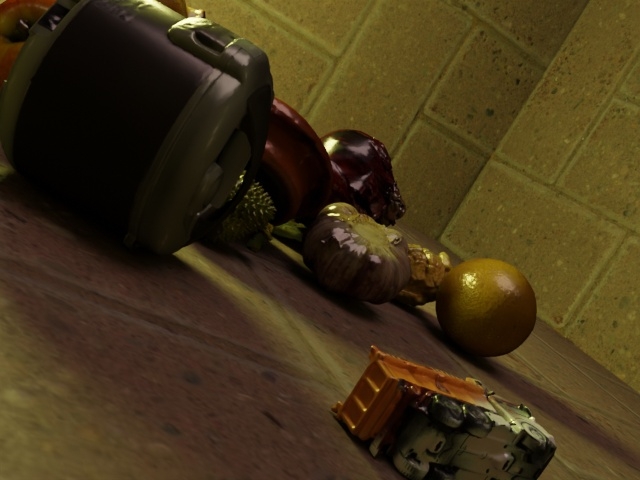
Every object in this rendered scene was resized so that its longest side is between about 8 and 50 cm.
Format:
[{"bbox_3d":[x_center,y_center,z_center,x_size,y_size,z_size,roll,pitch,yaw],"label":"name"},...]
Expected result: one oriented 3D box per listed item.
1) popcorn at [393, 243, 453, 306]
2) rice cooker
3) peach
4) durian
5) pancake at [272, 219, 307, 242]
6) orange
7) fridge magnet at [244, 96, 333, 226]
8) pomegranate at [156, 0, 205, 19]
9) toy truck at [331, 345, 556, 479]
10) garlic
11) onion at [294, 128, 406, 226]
[{"bbox_3d":[0.222,0.089,1.941,0.163,0.140,0.194,-5,-27,34],"label":"popcorn"},{"bbox_3d":[-0.235,-0.167,1.170,0.325,0.335,0.335,30,8,4],"label":"rice cooker"},{"bbox_3d":[-0.451,-0.282,1.421,0.281,0.238,0.281,6,-24,3],"label":"peach"},{"bbox_3d":[-0.173,-0.071,1.442,0.198,0.146,0.159,25,10,20],"label":"durian"},{"bbox_3d":[-0.057,-0.068,1.914,0.253,0.037,0.253,16,31,-10],"label":"pancake"},{"bbox_3d":[0.366,0.148,1.834,0.236,0.236,0.236,31,8,-5],"label":"orange"},{"bbox_3d":[-0.150,-0.155,1.610,0.363,0.155,0.363,16,-33,11],"label":"fridge magnet"},{"bbox_3d":[-0.431,-0.433,1.743,0.417,0.416,0.416,31,8,-5],"label":"pomegranate"},{"bbox_3d":[0.157,0.229,1.012,0.270,0.114,0.135,23,16,-32],"label":"toy truck"},{"bbox_3d":[0.063,0.037,1.647,0.245,0.160,0.245,22,32,-15],"label":"garlic"},{"bbox_3d":[0.037,-0.126,1.815,0.281,0.221,0.281,17,43,-16],"label":"onion"}]
